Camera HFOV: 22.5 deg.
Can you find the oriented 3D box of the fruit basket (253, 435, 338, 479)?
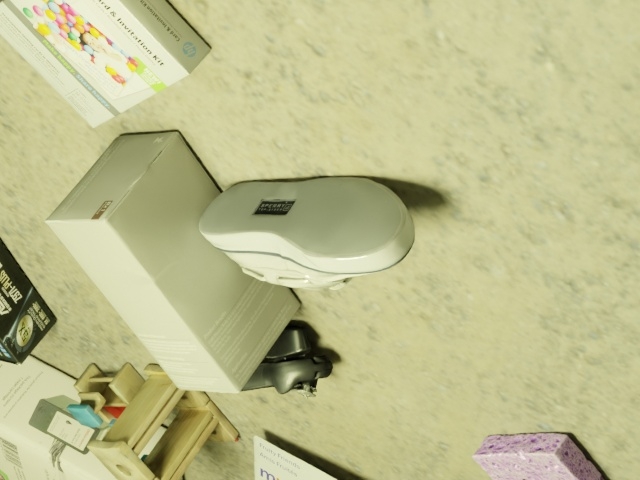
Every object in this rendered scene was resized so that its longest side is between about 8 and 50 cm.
[{"bbox_3d":[0.041,0.425,1.874,0.327,0.165,0.353,27,141,26],"label":"fruit basket"}]

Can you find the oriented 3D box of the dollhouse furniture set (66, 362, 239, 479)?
[{"bbox_3d":[-0.219,0.236,1.909,0.184,0.129,0.129,-5,131,47],"label":"dollhouse furniture set"}]

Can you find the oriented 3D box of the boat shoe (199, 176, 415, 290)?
[{"bbox_3d":[0.000,0.000,1.417,0.258,0.095,0.084,12,147,52],"label":"boat shoe"}]

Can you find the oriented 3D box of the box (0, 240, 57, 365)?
[{"bbox_3d":[-0.424,0.053,1.914,0.147,0.077,0.180,10,141,38],"label":"box"}]

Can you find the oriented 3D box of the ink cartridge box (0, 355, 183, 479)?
[{"bbox_3d":[-0.318,0.279,2.083,0.273,0.115,0.198,26,148,18],"label":"ink cartridge box"}]

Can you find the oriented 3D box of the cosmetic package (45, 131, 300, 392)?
[{"bbox_3d":[-0.137,0.023,1.538,0.107,0.127,0.238,-3,130,47],"label":"cosmetic package"}]

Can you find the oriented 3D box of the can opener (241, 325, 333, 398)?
[{"bbox_3d":[-0.046,0.137,1.686,0.059,0.073,0.186,5,165,-26],"label":"can opener"}]

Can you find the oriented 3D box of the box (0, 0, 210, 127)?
[{"bbox_3d":[-0.198,-0.181,1.404,0.145,0.038,0.186,46,147,-17],"label":"box"}]

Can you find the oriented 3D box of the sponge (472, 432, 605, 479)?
[{"bbox_3d":[0.252,0.268,1.575,0.117,0.031,0.210,-11,125,52],"label":"sponge"}]
